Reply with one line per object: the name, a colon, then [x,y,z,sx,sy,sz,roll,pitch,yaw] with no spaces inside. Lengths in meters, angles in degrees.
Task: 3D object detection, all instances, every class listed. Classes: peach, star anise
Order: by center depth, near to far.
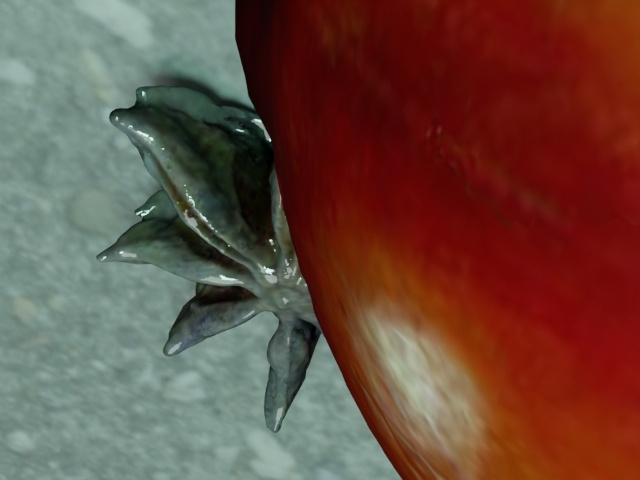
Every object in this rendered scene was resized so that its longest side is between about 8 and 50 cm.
peach: [0.151,-0.042,0.528,0.388,0.388,0.388,11,134,12]
star anise: [0.000,0.000,0.829,0.204,0.061,0.181,30,134,-7]
